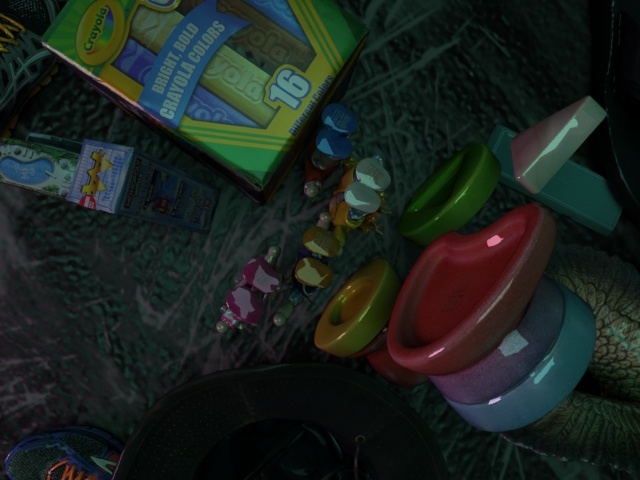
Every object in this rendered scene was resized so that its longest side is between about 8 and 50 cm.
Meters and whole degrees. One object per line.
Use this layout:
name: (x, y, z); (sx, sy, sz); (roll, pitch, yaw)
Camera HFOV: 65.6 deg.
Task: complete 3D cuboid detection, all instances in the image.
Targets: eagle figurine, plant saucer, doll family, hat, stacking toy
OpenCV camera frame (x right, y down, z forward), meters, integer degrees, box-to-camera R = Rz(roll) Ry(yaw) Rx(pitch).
eagle figurine: (0.312, 0.165, 0.529); (0.298, 0.226, 0.225); (41, 106, -7)
plant saucer: (0.291, -0.075, 0.614); (0.192, 0.018, 0.067); (26, 87, -2)
doll family: (0.000, 0.000, 0.519); (0.118, 0.163, 0.262); (29, 81, -4)
hat: (-0.037, 0.239, 0.524); (0.332, 0.134, 0.331); (-2, 107, -8)
stacking toy: (0.152, 0.035, 0.479); (0.130, 0.309, 0.279); (39, 76, -10)

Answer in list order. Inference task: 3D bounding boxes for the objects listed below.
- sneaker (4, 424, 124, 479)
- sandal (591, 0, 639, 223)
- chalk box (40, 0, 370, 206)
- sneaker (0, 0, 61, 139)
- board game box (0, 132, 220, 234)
sneaker: (-0.230, 0.268, 0.532); (0.221, 0.087, 0.083); (22, 87, -4)
sandal: (0.414, -0.207, 0.579); (0.168, 0.107, 0.445); (-9, 89, -7)
chalk box: (-0.128, -0.192, 0.504); (0.289, 0.180, 0.179); (35, 87, -4)
sneaker: (-0.351, -0.190, 0.535); (0.084, 0.083, 0.214); (22, 86, -2)
board game box: (-0.211, -0.060, 0.487); (0.194, 0.194, 0.060); (15, 88, -4)
